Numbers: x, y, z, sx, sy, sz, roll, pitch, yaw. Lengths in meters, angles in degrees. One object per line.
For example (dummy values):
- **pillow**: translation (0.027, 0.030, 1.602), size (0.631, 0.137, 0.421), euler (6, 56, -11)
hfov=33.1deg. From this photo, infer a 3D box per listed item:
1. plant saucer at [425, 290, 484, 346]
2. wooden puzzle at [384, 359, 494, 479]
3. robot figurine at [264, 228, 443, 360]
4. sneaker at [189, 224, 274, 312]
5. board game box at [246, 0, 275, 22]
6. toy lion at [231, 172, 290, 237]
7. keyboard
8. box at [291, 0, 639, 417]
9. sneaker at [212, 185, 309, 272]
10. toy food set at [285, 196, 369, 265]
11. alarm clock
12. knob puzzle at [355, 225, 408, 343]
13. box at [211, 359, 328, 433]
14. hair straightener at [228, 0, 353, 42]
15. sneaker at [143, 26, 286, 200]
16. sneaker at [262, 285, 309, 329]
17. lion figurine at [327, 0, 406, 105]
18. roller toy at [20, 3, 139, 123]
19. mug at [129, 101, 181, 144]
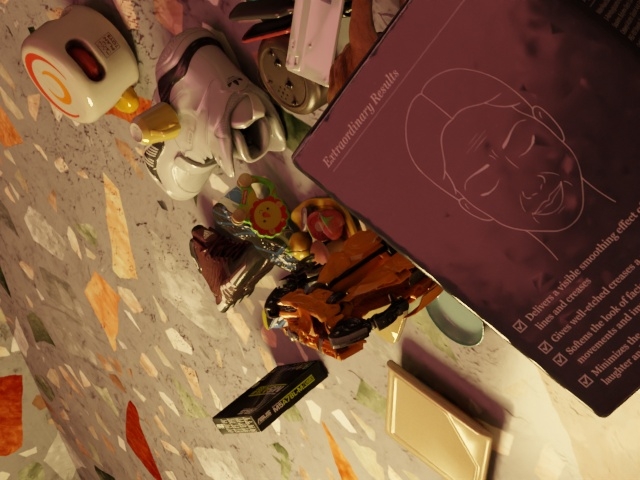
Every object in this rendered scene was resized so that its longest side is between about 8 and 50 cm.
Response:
- **plant saucer**: translation (0.205, 0.105, 1.619), size (0.119, 0.021, 0.119), euler (35, 144, 30)
- **wooden puzzle**: translation (0.202, 0.324, 1.834), size (0.221, 0.044, 0.239), euler (35, 149, 30)
- **robot figurine**: translation (0.066, 0.066, 1.506), size (0.211, 0.291, 0.085), euler (21, 136, 45)
- **sneaker**: translation (-0.183, 0.025, 2.015), size (0.162, 0.106, 0.281), euler (54, 151, 7)
- **board game box**: translation (-0.106, -0.412, 1.534), size (0.186, 0.026, 0.126), euler (51, 151, 6)
- **toy lion**: translation (-0.098, -0.056, 1.798), size (0.034, 0.096, 0.100), euler (136, 142, -76)
- **keyboard**: translation (0.002, -0.328, 1.408), size (0.072, 0.014, 0.256), euler (23, 125, 19)
- **box**: translation (0.229, -0.086, 1.028), size (0.395, 0.212, 0.293), euler (40, 123, 1)
- **sneaker**: translation (-0.081, -0.020, 1.853), size (0.211, 0.081, 0.080), euler (38, 150, -7)
- **toy food set**: translation (0.000, 0.000, 1.725), size (0.218, 0.071, 0.128), euler (-1, 106, 62)
- **alarm clock**: translation (-0.046, -0.247, 1.585), size (0.192, 0.064, 0.129), euler (-3, 118, 60)
- **knob puzzle**: translation (0.092, 0.069, 1.715), size (0.213, 0.030, 0.213), euler (39, 139, 44)
- **box**: translation (-0.100, 0.306, 2.097), size (0.045, 0.184, 0.190), euler (60, 151, -7)
- **hair straightener**: translation (-0.040, -0.324, 1.465), size (0.230, 0.047, 0.089), euler (2, 137, 42)
- **sneaker**: translation (-0.178, -0.157, 1.782), size (0.210, 0.137, 0.366), euler (44, 145, 23)
- **sneaker**: translation (-0.053, 0.114, 1.975), size (0.144, 0.059, 0.053), euler (-47, 48, 44)
- **lion figurine**: translation (0.133, -0.198, 1.242), size (0.392, 0.142, 0.240), euler (11, 105, 58)
- **roller toy**: translation (-0.433, -0.325, 1.971), size (0.209, 0.146, 0.191), euler (32, 153, 24)
- **mug**: translation (-0.264, -0.184, 1.705), size (0.078, 0.064, 0.062), euler (-31, 87, 54)
